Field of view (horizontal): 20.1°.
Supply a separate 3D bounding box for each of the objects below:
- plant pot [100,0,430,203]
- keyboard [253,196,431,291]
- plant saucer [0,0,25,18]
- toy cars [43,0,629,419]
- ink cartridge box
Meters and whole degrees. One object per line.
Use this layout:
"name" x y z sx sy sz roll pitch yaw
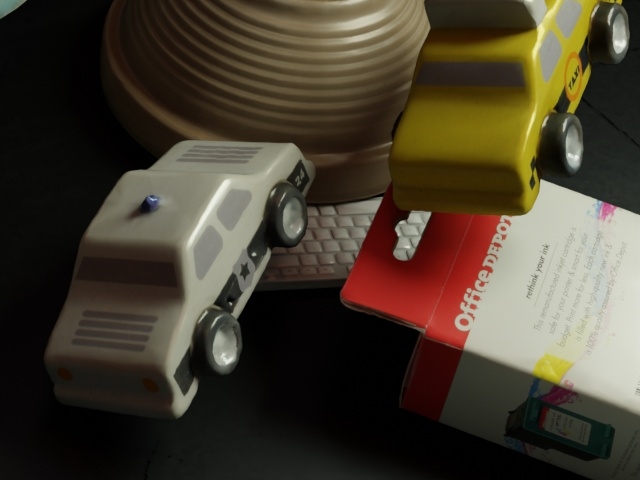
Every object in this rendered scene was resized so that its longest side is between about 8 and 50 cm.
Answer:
"plant pot" -0.017 -0.140 1.139 0.237 0.109 0.237 7 43 -7
"keyboard" 0.000 0.000 1.076 0.256 0.014 0.072 -2 46 -16
"plant saucer" -0.324 -0.222 1.143 0.318 0.043 0.317 7 40 -6
"toy cars" 0.008 -0.052 0.975 0.394 0.087 0.176 -30 40 -8
"ink cartridge box" 0.133 0.047 1.005 0.231 0.078 0.134 20 52 7
